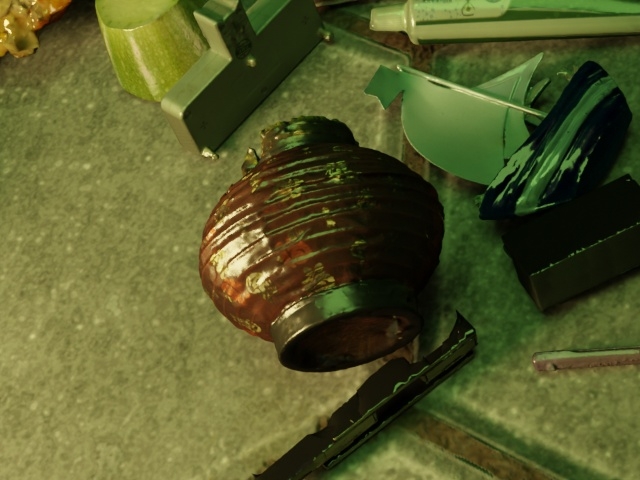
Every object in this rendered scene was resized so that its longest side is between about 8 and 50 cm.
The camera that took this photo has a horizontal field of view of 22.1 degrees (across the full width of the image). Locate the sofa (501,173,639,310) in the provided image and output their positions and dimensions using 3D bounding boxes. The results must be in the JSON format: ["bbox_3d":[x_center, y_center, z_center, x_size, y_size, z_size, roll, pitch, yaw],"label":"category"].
[{"bbox_3d":[0.260,0.005,1.588,0.147,0.060,0.085,-27,34,-2],"label":"sofa"}]

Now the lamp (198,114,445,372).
[{"bbox_3d":[0.000,0.000,1.559,0.247,0.247,0.247,-9,53,12],"label":"lamp"}]

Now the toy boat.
[{"bbox_3d":[0.193,-0.137,1.702,0.210,0.070,0.291,-31,48,-10],"label":"toy boat"}]

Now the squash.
[{"bbox_3d":[-0.181,-0.253,1.884,0.170,0.123,0.170,-12,55,17],"label":"squash"}]

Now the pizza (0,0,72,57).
[{"bbox_3d":[-0.315,-0.351,1.940,0.406,0.130,0.440,0,65,44],"label":"pizza"}]

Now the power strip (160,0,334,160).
[{"bbox_3d":[-0.088,-0.207,1.795,0.061,0.145,0.216,29,69,34],"label":"power strip"}]

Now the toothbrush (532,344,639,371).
[{"bbox_3d":[0.370,0.104,1.492,0.354,0.024,0.029,-5,63,15],"label":"toothbrush"}]

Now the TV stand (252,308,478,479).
[{"bbox_3d":[0.045,0.159,1.551,0.249,0.042,0.036,-37,55,-9],"label":"TV stand"}]

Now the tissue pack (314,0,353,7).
[{"bbox_3d":[0.033,-0.384,1.928,0.173,0.073,0.235,-9,52,15],"label":"tissue pack"}]

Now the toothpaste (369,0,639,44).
[{"bbox_3d":[0.244,-0.251,1.771,0.392,0.061,0.099,-1,55,14],"label":"toothpaste"}]
